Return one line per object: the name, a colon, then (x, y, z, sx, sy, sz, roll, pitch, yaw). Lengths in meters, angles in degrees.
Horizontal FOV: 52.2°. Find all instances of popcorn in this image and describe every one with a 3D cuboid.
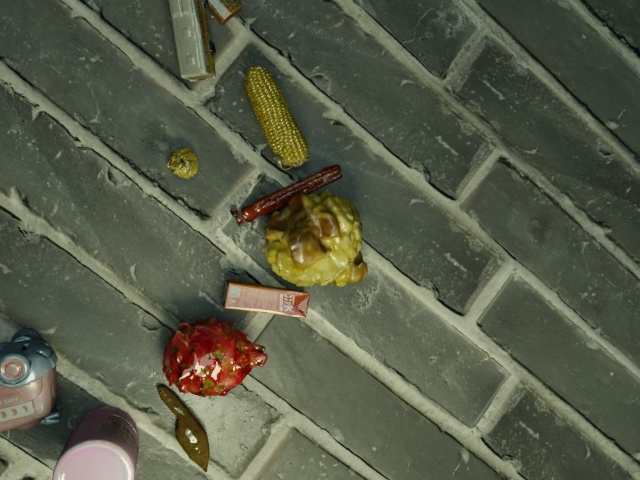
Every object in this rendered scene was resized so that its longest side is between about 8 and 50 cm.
popcorn: (-0.361, -0.205, 1.718, 0.084, 0.084, 0.084, 0, 91, -13)
popcorn: (0.000, 0.000, 1.743, 0.332, 0.225, 0.265, 26, 97, -33)

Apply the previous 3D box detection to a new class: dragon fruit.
dragon fruit: (-0.272, 0.303, 1.690, 0.268, 0.210, 0.205, -3, 64, -9)

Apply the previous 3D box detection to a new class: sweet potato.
sweet potato: (-0.354, 0.499, 1.737, 0.075, 0.075, 0.269, -28, 93, -11)

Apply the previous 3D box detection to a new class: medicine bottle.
medicine bottle: (-0.533, 0.524, 1.584, 0.178, 0.291, 0.178, 0, 91, -12)

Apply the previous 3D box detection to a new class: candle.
candle: (-0.087, -0.125, 1.798, 0.329, 0.048, 0.051, -26, 138, -11)

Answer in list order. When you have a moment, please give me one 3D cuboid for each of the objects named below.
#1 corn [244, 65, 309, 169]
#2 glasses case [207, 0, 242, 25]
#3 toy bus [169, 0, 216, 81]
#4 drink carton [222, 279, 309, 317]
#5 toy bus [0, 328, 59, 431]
corn: (-0.123, -0.330, 1.762, 0.106, 0.106, 0.293, -27, 92, -11)
glasses case: (-0.307, -0.684, 1.735, 0.075, 0.049, 0.218, -43, 99, -8)
toy bus: (-0.335, -0.550, 1.685, 0.092, 0.106, 0.268, -6, 99, 9)
drink carton: (-0.148, 0.157, 1.763, 0.223, 0.096, 0.071, 9, 89, -13)
toy bus: (-0.783, 0.365, 1.585, 0.294, 0.197, 0.232, -12, 104, -14)
